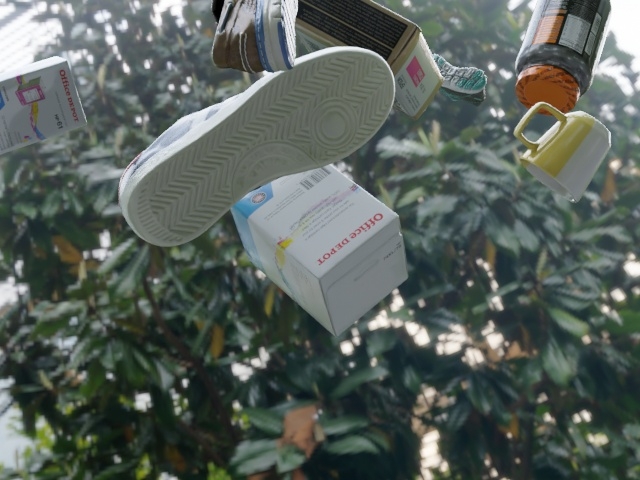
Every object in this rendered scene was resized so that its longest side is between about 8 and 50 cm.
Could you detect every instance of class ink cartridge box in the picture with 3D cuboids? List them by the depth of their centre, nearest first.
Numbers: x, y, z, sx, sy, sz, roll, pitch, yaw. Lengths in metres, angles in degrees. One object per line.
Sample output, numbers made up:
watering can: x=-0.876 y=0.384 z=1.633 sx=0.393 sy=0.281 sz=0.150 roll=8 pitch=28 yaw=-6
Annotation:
ink cartridge box: x=-0.369 y=-0.171 z=1.277 sx=0.122 sy=0.052 sz=0.089 roll=-25 pitch=-65 yaw=-26
ink cartridge box: x=0.069 y=-0.290 z=1.534 sx=0.088 sy=0.193 sz=0.234 roll=-57 pitch=-20 yaw=-1
ink cartridge box: x=0.000 y=0.000 z=1.921 sx=0.198 sy=0.270 sz=0.197 roll=-38 pitch=-36 yaw=-18

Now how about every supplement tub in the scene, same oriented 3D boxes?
supplement tub: x=0.358 y=-0.286 z=1.504 sx=0.117 sy=0.190 sz=0.117 roll=19 pitch=-27 yaw=10

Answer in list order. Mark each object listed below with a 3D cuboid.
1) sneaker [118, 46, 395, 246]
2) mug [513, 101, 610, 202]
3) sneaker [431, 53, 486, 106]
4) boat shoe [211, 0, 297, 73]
sneaker: x=-0.083 y=-0.124 z=1.170 sx=0.350 sy=0.148 sz=0.131 roll=-29 pitch=-68 yaw=-14
mug: x=0.210 y=-0.079 z=0.860 sx=0.064 sy=0.062 sz=0.078 roll=-51 pitch=-43 yaw=2
sneaker: x=0.239 y=-0.294 z=1.895 sx=0.065 sy=0.166 sz=0.076 roll=-51 pitch=-34 yaw=-15
boat shoe: x=-0.055 y=-0.195 z=0.800 sx=0.066 sy=0.183 sz=0.066 roll=-7 pitch=-52 yaw=6
